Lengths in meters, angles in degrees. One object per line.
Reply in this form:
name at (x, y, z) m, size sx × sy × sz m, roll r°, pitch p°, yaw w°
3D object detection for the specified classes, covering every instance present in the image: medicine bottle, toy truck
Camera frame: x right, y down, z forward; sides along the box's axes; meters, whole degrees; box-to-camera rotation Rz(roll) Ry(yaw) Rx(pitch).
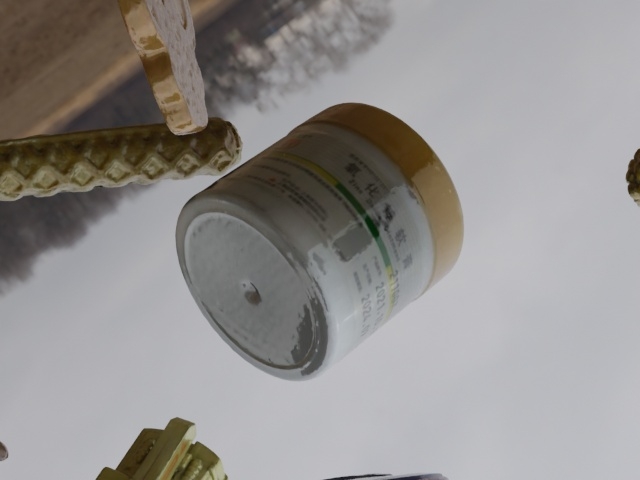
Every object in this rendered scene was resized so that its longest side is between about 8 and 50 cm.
medicine bottle at (0.000, 0.000, 1.351) m, size 0.232 × 0.238 × 0.238 m, roll -37°, pitch -172°, yaw -36°
toy truck at (-0.198, 0.306, 1.256) m, size 0.272 × 0.124 × 0.157 m, roll -53°, pitch 155°, yaw -38°

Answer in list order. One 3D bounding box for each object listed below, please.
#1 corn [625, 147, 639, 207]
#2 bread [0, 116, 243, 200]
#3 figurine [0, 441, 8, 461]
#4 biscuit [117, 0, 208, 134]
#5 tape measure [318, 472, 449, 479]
corn at (0.398, -0.132, 1.121) m, size 0.292 × 0.101 × 0.101 m, roll -44°, pitch -173°, yaw 20°
bread at (-0.271, -0.097, 1.482) m, size 0.368 × 0.077 × 0.084 m, roll -9°, pitch -173°, yaw -17°
figurine at (-0.367, 0.201, 0.934) m, size 0.206 × 0.365 × 0.218 m, roll -37°, pitch -139°, yaw 53°
biscuit at (-0.129, -0.195, 0.921) m, size 0.040 × 0.236 × 0.144 m, roll -10°, pitch -174°, yaw 14°
tape measure at (-0.002, 0.266, 0.969) m, size 0.232 × 0.149 × 0.245 m, roll 4°, pitch 162°, yaw -40°
